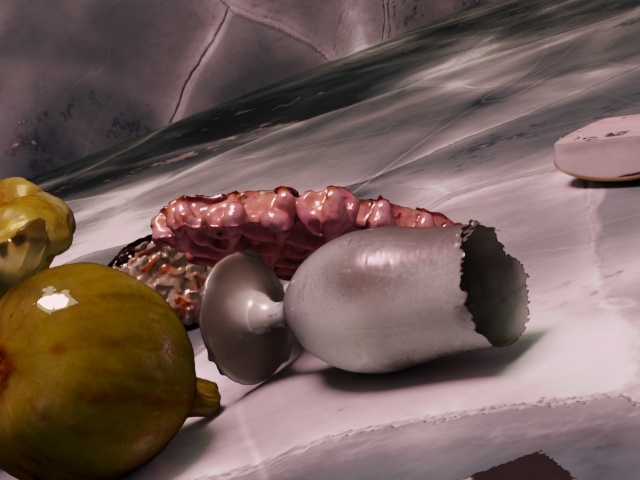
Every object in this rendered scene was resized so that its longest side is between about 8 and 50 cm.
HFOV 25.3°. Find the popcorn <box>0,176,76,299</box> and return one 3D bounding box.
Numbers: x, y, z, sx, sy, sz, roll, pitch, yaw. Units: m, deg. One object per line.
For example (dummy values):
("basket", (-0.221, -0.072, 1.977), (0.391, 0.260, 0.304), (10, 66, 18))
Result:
("popcorn", (-0.351, 0.035, 1.118), (0.279, 0.274, 0.335), (20, -23, -10))

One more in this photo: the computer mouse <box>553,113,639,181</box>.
("computer mouse", (0.294, -0.085, 1.257), (0.102, 0.045, 0.199), (-27, 15, -32))

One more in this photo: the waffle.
("waffle", (0.000, 0.000, 1.107), (0.221, 0.055, 0.234), (-4, -11, 37))

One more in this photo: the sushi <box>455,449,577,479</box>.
("sushi", (0.032, 0.162, 0.536), (0.210, 0.040, 0.193), (-18, 18, -13))

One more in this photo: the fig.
("fig", (-0.137, 0.101, 0.929), (0.148, 0.186, 0.142), (-34, 42, 44))

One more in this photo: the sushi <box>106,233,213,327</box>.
("sushi", (-0.124, 0.031, 1.265), (0.150, 0.090, 0.078), (-18, 15, -10))

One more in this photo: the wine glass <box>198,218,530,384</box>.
("wine glass", (0.028, 0.042, 0.957), (0.222, 0.103, 0.103), (-9, 15, 38))
